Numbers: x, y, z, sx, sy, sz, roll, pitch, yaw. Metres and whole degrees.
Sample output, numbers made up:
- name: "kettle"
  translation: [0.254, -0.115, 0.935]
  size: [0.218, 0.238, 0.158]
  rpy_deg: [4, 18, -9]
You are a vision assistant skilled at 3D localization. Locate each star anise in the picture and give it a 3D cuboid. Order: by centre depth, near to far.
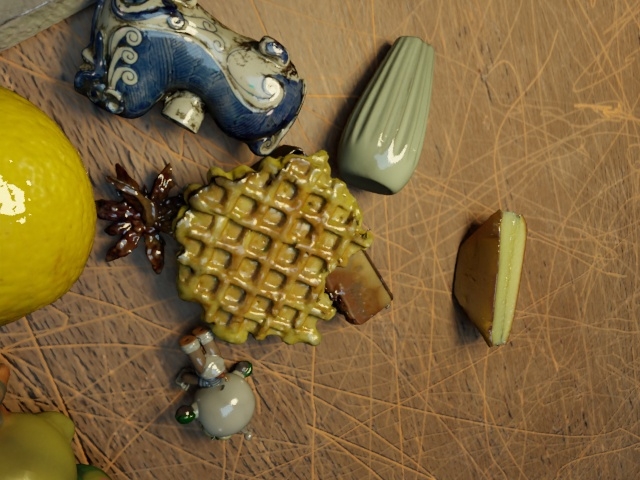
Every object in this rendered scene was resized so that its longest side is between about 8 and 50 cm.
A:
- name: "star anise"
  translation: [-0.244, -0.032, 0.742]
  size: [0.168, 0.057, 0.167]
  rpy_deg: [-6, 109, -18]

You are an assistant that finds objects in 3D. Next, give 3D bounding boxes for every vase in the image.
- name: "vase"
  translation: [0.113, -0.201, 0.828]
  size: [0.128, 0.128, 0.247]
  rpy_deg: [22, 84, -25]

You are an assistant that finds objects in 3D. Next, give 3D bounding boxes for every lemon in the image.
- name: "lemon"
  translation: [-0.388, -0.034, 0.565]
  size: [0.294, 0.293, 0.292]
  rpy_deg: [-5, 103, -22]

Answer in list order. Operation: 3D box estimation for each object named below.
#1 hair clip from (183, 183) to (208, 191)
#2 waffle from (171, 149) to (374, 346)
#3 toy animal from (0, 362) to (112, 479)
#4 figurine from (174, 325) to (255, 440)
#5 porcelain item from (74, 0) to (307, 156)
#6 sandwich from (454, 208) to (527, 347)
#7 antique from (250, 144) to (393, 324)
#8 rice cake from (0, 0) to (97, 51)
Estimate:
- name: "hair clip"
  translation: [-0.134, -0.032, 0.802]
  size: [0.049, 0.049, 0.173]
  rpy_deg: [-47, 113, -8]
- name: "waffle"
  translation: [-0.065, 0.019, 0.748]
  size: [0.282, 0.058, 0.300]
  rpy_deg: [0, 112, -9]
- name: "toy animal"
  translation: [-0.405, 0.348, 0.687]
  size: [0.191, 0.216, 0.338]
  rpy_deg: [-25, 116, 12]
- name: "figurine"
  translation: [-0.166, 0.227, 0.816]
  size: [0.147, 0.094, 0.196]
  rpy_deg: [-33, 105, -37]
- name: "porcelain item"
  translation: [-0.165, -0.215, 0.696]
  size: [0.288, 0.138, 0.186]
  rpy_deg: [26, 94, -24]
- name: "sandwich"
  translation: [0.323, 0.067, 0.987]
  size: [0.094, 0.096, 0.257]
  rpy_deg: [2, 99, -30]
- name: "antique"
  translation: [0.000, 0.000, 0.837]
  size: [0.093, 0.087, 0.309]
  rpy_deg: [-38, 113, -10]
- name: "rice cake"
  translation: [-0.304, -0.329, 0.647]
  size: [0.365, 0.056, 0.072]
  rpy_deg: [-37, 94, -10]
